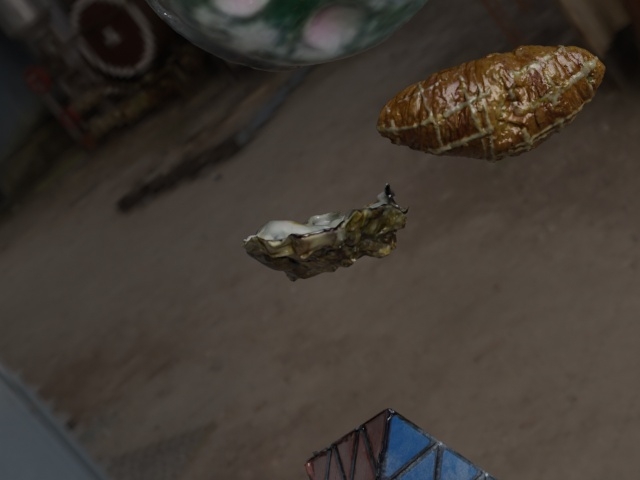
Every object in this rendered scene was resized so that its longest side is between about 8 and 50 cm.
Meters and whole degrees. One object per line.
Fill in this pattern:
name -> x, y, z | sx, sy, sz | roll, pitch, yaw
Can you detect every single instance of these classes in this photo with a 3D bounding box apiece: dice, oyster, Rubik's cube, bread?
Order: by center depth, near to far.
Rubik's cube -> 0.109, 0.220, 1.343 | 0.211, 0.178, 0.190 | -109, 26, -42
bread -> 0.169, -0.127, 1.476 | 0.233, 0.105, 0.076 | -13, 23, 5
oyster -> 0.000, 0.000, 1.767 | 0.214, 0.083, 0.223 | -18, -1, 31
dice -> -0.039, -0.430, 1.817 | 0.348, 0.328, 0.330 | -45, 46, 33
